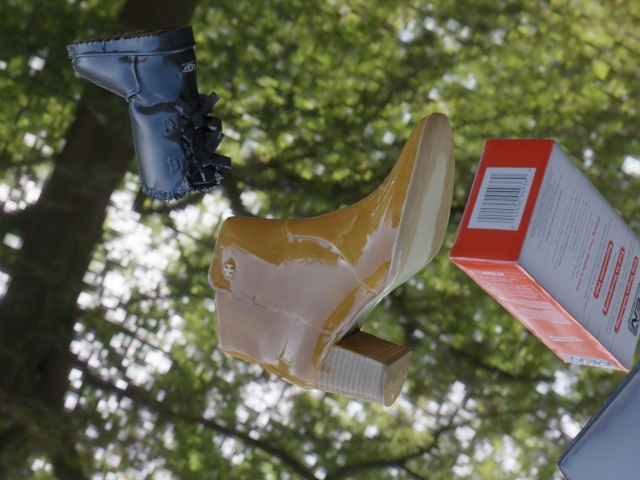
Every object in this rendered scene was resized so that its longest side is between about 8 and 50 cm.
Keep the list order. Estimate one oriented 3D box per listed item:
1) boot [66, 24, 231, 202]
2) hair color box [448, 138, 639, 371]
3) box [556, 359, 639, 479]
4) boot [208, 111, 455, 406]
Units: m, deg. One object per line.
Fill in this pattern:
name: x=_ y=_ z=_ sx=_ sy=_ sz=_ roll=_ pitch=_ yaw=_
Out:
boot: x=-0.105 y=-0.077 z=0.832 sx=0.045 sy=0.099 sz=0.121 roll=-21 pitch=-163 yaw=-39
hair color box: x=0.127 y=0.010 z=0.728 sx=0.043 sy=0.072 sz=0.141 roll=4 pitch=156 yaw=39
box: x=0.177 y=0.032 z=0.395 sx=0.158 sy=0.156 sz=0.093 roll=-22 pitch=-117 yaw=-32
boot: x=0.000 y=0.001 z=1.300 sx=0.211 sy=0.295 sz=0.104 roll=19 pitch=-164 yaw=25
